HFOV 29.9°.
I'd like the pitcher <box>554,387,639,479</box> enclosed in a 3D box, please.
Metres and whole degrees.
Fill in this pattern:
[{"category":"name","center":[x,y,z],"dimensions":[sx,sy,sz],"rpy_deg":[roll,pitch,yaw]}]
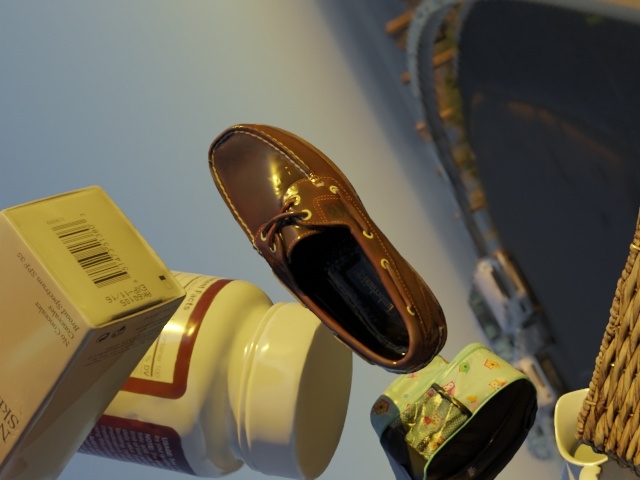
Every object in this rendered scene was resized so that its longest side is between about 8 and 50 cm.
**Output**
[{"category":"pitcher","center":[0.336,0.305,1.405],"dimensions":[0.178,0.125,0.207],"rpy_deg":[-70,-35,-49]}]

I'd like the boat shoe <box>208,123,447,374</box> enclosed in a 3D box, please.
[{"category":"boat shoe","center":[0.000,0.000,0.764],"dimensions":[0.207,0.073,0.073],"rpy_deg":[44,-163,14]}]

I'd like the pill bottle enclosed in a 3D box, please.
[{"category":"pill bottle","center":[-0.176,0.143,1.350],"dimensions":[0.224,0.392,0.224],"rpy_deg":[7,-90,-71]}]

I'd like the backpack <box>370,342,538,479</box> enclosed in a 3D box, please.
[{"category":"backpack","center":[0.160,0.213,1.407],"dimensions":[0.144,0.188,0.166],"rpy_deg":[44,166,40]}]

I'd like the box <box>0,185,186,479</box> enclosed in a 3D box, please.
[{"category":"box","center":[-0.271,0.111,1.126],"dimensions":[0.148,0.311,0.121],"rpy_deg":[48,-145,16]}]

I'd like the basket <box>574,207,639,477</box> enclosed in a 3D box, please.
[{"category":"basket","center":[0.441,0.122,1.246],"dimensions":[0.213,0.299,0.223],"rpy_deg":[2,-163,-40]}]
